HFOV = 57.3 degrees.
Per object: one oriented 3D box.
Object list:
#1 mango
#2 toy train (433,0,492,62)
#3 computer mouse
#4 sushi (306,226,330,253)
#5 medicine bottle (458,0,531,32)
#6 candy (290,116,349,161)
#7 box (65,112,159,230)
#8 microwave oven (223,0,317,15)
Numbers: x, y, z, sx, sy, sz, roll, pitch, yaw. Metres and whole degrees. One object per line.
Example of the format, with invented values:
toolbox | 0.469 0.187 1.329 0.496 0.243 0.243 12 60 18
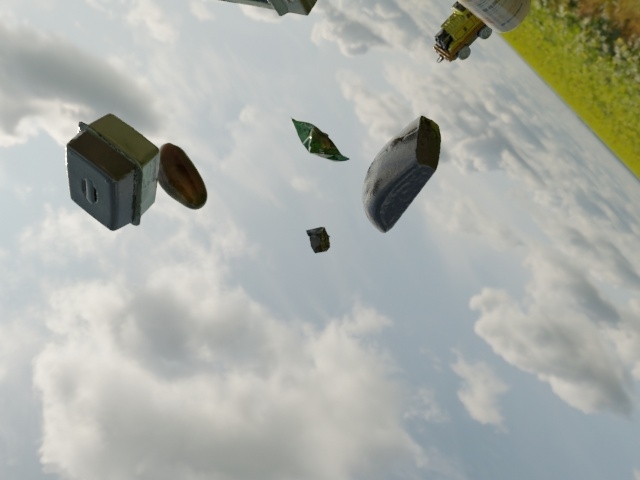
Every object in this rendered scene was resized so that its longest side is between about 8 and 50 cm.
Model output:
mango | -0.456 -0.200 1.893 0.133 0.111 0.267 -17 -115 -40
toy train | 0.395 -0.593 1.634 0.127 0.219 0.089 34 -162 -44
computer mouse | 0.157 -0.143 1.260 0.100 0.269 0.170 19 -132 -12
sushi | 0.000 0.000 1.968 0.085 0.056 0.083 0 -103 -67
medicine bottle | 0.371 -0.583 1.344 0.252 0.114 0.114 20 -145 -36
candy | -0.011 -0.304 1.801 0.141 0.078 0.203 33 -161 -38
box | -0.552 -0.174 1.558 0.221 0.290 0.166 37 -127 7
microwave oven | -0.142 -0.772 1.549 0.355 0.286 0.218 22 167 30
